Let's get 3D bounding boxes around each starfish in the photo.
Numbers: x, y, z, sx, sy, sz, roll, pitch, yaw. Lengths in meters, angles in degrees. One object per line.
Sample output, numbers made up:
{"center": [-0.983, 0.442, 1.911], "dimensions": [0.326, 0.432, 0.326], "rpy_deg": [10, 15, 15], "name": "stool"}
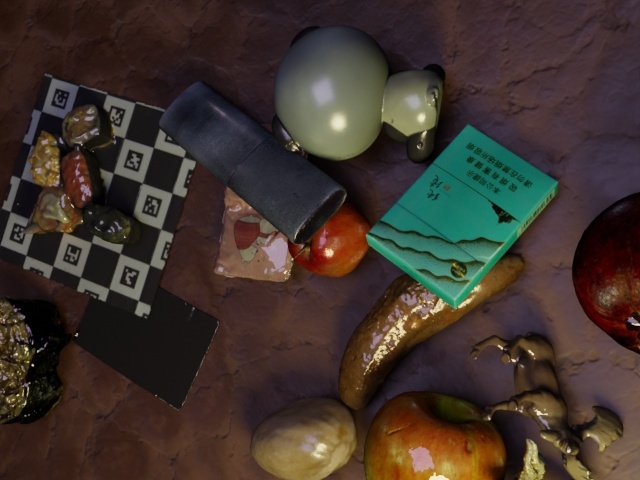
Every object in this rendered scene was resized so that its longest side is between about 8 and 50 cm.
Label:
{"center": [0.258, 0.359, 1.236], "dimensions": [0.176, 0.208, 0.053], "rpy_deg": [-42, 32, -5], "name": "starfish"}

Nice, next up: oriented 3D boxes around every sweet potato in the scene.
{"center": [0.134, 0.106, 1.349], "dimensions": [0.341, 0.092, 0.114], "rpy_deg": [-43, 97, 14], "name": "sweet potato"}

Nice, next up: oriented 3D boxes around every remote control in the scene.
{"center": [-0.112, -0.126, 1.422], "dimensions": [0.107, 0.044, 0.377], "rpy_deg": [-50, 52, -1], "name": "remote control"}

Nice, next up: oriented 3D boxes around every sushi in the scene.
{"center": [-0.400, -0.087, 1.589], "dimensions": [0.359, 0.064, 0.343], "rpy_deg": [19, 92, 22], "name": "sushi"}
{"center": [-0.500, 0.204, 1.583], "dimensions": [0.147, 0.115, 0.213], "rpy_deg": [3, 86, 23], "name": "sushi"}

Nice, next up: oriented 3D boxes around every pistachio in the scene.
{"center": [-0.030, 0.296, 1.392], "dimensions": [0.185, 0.108, 0.126], "rpy_deg": [-18, 61, 29], "name": "pistachio"}

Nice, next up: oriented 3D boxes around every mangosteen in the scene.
{"center": [0.446, 0.022, 1.183], "dimensions": [0.235, 0.235, 0.261], "rpy_deg": [14, 49, 22], "name": "mangosteen"}

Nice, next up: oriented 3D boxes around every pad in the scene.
{"center": [-0.293, 0.153, 1.562], "dimensions": [0.243, 0.004, 0.164], "rpy_deg": [27, 97, 22], "name": "pad"}

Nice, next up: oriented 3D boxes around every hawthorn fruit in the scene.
{"center": [0.007, -0.009, 1.386], "dimensions": [0.125, 0.140, 0.125], "rpy_deg": [-19, 61, 39], "name": "hawthorn fruit"}

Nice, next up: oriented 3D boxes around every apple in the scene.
{"center": [0.151, 0.301, 1.272], "dimensions": [0.196, 0.196, 0.196], "rpy_deg": [-2, 85, 22], "name": "apple"}

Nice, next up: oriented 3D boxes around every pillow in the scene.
{"center": [-0.088, -0.061, 1.472], "dimensions": [0.135, 0.049, 0.248], "rpy_deg": [4, 84, 21], "name": "pillow"}

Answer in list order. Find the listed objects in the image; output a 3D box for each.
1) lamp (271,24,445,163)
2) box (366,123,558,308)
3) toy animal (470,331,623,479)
{"center": [0.053, -0.209, 1.363], "dimensions": [0.243, 0.198, 0.198], "rpy_deg": [10, 90, 6], "name": "lamp"}
{"center": [0.197, -0.037, 1.309], "dimensions": [0.161, 0.042, 0.226], "rpy_deg": [38, 76, 25], "name": "box"}
{"center": [0.309, 0.220, 1.258], "dimensions": [0.093, 0.186, 0.214], "rpy_deg": [-39, 47, 45], "name": "toy animal"}
